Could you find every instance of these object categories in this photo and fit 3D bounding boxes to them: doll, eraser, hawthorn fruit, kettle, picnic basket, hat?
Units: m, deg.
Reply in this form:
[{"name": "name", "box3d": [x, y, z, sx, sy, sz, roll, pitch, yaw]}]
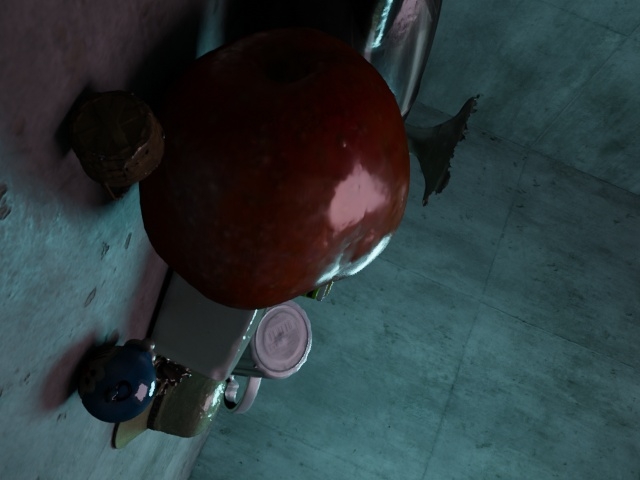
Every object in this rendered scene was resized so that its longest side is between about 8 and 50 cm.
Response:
[{"name": "doll", "box3d": [-0.236, 0.164, 0.753, 0.114, 0.085, 0.152, -55, -171, 2]}, {"name": "eraser", "box3d": [-0.126, 0.022, 1.037, 0.331, 0.150, 0.331, 23, 90, -90]}, {"name": "hawthorn fruit", "box3d": [-0.040, -0.065, 0.636, 0.284, 0.284, 0.284, 23, 90, -88]}, {"name": "kettle", "box3d": [0.031, -0.322, 0.744, 0.324, 0.228, 0.321, 104, -18, -62]}, {"name": "picnic basket", "box3d": [-0.150, -0.069, 0.483, 0.083, 0.072, 0.072, 107, 7, -70]}, {"name": "hat", "box3d": [-0.239, 0.267, 1.112, 0.257, 0.130, 0.257, 23, 90, -88]}]

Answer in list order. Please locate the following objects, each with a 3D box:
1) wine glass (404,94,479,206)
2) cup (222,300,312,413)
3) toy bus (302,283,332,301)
[{"name": "wine glass", "box3d": [0.063, -0.196, 1.001, 0.238, 0.323, 0.238, 25, 90, -89]}, {"name": "cup", "box3d": [-0.125, 0.204, 1.209, 0.167, 0.221, 0.202, -23, -168, -39]}, {"name": "toy bus", "box3d": [0.000, 0.000, 1.440, 0.302, 0.139, 0.113, -76, -175, -48]}]
